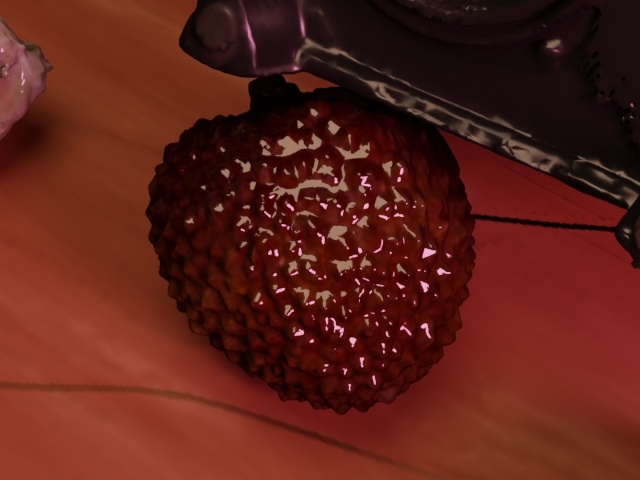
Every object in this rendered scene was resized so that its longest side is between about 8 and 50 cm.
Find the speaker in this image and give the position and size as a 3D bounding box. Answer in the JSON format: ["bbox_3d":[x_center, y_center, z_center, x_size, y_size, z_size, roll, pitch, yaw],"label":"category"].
[{"bbox_3d":[0.111,-0.133,0.546,0.232,0.184,0.254,26,25,22],"label":"speaker"}]

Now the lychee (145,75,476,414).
[{"bbox_3d":[-0.001,0.001,0.559,0.123,0.123,0.129,-10,62,-2],"label":"lychee"}]

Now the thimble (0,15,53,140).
[{"bbox_3d":[-0.225,-0.086,0.631,0.190,0.137,0.143,-22,54,-25],"label":"thimble"}]
